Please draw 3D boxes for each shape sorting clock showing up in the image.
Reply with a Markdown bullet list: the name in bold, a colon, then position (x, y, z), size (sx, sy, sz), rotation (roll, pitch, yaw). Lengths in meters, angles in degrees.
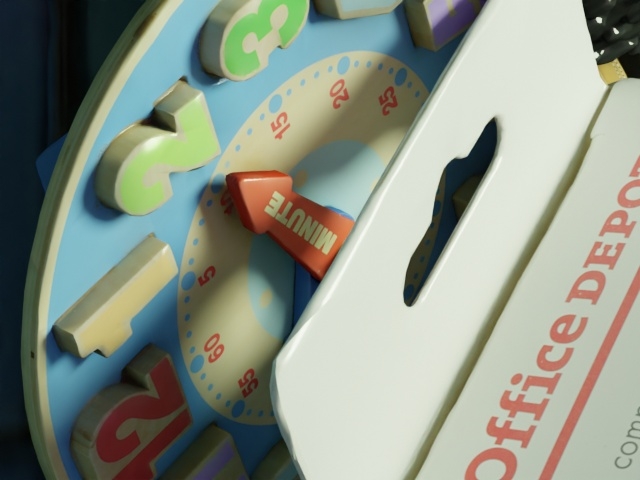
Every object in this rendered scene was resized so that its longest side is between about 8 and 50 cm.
- **shape sorting clock**: position (0.000, 0.000, 0.548), size (0.206, 0.040, 0.206), rotation (-27, 131, -36)

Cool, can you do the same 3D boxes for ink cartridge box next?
- **ink cartridge box**: position (0.124, 0.095, 0.599), size (0.207, 0.119, 0.353), rotation (-59, 141, -34)

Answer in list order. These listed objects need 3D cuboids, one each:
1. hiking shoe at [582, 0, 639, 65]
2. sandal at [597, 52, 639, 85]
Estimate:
- **hiking shoe**: position (0.047, -0.126, 0.626), size (0.227, 0.086, 0.114), rotation (5, 53, -38)
- **sandal**: position (0.090, -0.036, 0.699), size (0.049, 0.072, 0.180), rotation (30, 65, -16)
